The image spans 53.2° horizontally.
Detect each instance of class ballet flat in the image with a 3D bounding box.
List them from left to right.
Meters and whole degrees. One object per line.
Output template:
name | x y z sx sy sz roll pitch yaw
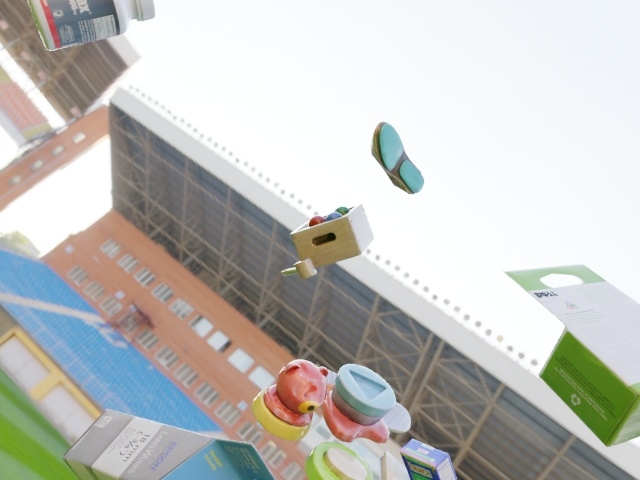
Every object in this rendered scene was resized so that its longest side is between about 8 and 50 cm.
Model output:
ballet flat | 0.133 -0.157 1.236 0.067 0.073 0.206 22 -19 41

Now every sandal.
sandal | 0.075 0.388 1.460 0.265 0.102 0.076 26 -50 -7

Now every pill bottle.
pill bottle | -0.364 -0.376 1.019 0.108 0.180 0.108 54 -24 38

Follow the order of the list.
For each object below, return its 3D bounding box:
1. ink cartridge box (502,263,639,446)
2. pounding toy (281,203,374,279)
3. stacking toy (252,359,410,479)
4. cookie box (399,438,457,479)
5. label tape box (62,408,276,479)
ink cartridge box | 0.389 0.145 0.906 0.255 0.189 0.097 51 -45 46
pounding toy | -0.010 0.004 1.273 0.181 0.206 0.094 -17 -81 20
stacking toy | 0.061 0.340 1.210 0.279 0.309 0.130 47 -64 39
cookie box | 0.201 0.426 1.163 0.092 0.040 0.107 5 -59 54
label tape box | -0.194 0.386 0.935 0.334 0.106 0.240 -3 -56 40
